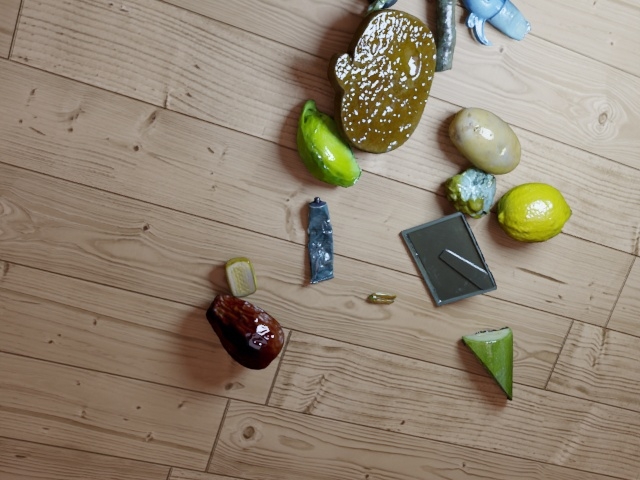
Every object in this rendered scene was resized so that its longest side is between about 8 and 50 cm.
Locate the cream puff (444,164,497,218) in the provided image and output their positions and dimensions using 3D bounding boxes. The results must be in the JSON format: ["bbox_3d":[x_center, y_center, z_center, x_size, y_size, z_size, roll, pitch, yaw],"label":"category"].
[{"bbox_3d":[0.420,-0.136,1.923,0.156,0.156,0.121,-12,149,-8],"label":"cream puff"}]

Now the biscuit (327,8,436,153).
[{"bbox_3d":[0.150,-0.409,1.768,0.314,0.063,0.367,7,107,-30],"label":"biscuit"}]

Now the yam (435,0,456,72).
[{"bbox_3d":[0.328,-0.566,1.789,0.061,0.061,0.253,-6,117,-10],"label":"yam"}]

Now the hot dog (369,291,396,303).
[{"bbox_3d":[0.182,0.166,2.000,0.083,0.021,0.037,9,124,-17],"label":"hot dog"}]

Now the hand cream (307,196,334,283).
[{"bbox_3d":[0.000,0.000,1.900,0.075,0.052,0.248,-7,106,-9],"label":"hand cream"}]

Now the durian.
[{"bbox_3d":[0.010,-0.242,1.815,0.250,0.101,0.139,49,56,-19],"label":"durian"}]

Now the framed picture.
[{"bbox_3d":[0.371,0.057,1.960,0.192,0.018,0.265,-18,111,27],"label":"framed picture"}]

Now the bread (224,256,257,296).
[{"bbox_3d":[-0.219,0.098,1.880,0.082,0.056,0.115,-17,113,-3],"label":"bread"}]

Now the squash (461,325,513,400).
[{"bbox_3d":[0.525,0.407,2.098,0.169,0.093,0.252,-8,106,-11],"label":"squash"}]

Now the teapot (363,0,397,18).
[{"bbox_3d":[0.165,-0.624,1.742,0.092,0.091,0.124,3,104,-11],"label":"teapot"}]

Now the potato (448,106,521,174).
[{"bbox_3d":[0.456,-0.270,1.865,0.234,0.146,0.150,29,86,-18],"label":"potato"}]

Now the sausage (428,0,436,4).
[{"bbox_3d":[0.312,-0.661,1.793,0.034,0.034,0.083,27,100,-17],"label":"sausage"}]

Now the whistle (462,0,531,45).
[{"bbox_3d":[0.450,-0.625,1.810,0.269,0.093,0.180,33,91,-24],"label":"whistle"}]

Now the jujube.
[{"bbox_3d":[-0.211,0.247,1.873,0.236,0.168,0.168,39,95,-7],"label":"jujube"}]

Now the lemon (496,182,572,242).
[{"bbox_3d":[0.601,-0.077,1.942,0.193,0.180,0.180,-31,109,-2],"label":"lemon"}]
